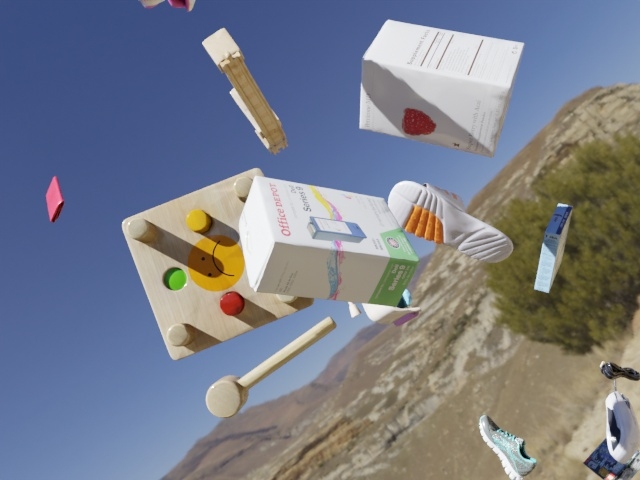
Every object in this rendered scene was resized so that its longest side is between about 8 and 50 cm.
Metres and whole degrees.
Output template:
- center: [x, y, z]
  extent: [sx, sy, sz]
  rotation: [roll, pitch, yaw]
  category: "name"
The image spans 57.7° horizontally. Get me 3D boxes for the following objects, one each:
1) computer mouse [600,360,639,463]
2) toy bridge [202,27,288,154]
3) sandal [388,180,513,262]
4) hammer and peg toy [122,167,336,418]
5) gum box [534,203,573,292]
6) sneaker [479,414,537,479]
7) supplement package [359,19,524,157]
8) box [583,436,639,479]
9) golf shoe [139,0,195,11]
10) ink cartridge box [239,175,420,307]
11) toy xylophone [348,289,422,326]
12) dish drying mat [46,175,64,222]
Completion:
- center: [0.589, 0.331, 1.124]
  extent: [0.106, 0.192, 0.042]
  rotation: [24, -30, -28]
  category: "computer mouse"
- center: [-0.062, -0.129, 0.571]
  extent: [0.026, 0.063, 0.188]
  rotation: [-34, -18, -1]
  category: "toy bridge"
- center: [0.251, -0.041, 1.135]
  extent: [0.102, 0.266, 0.076]
  rotation: [-55, 12, 38]
  category: "sandal"
- center: [-0.144, 0.084, 0.966]
  extent: [0.266, 0.361, 0.127]
  rotation: [-23, -6, -4]
  category: "hammer and peg toy"
- center: [0.618, 0.020, 1.542]
  extent: [0.157, 0.041, 0.184]
  rotation: [-44, -39, -44]
  category: "gum box"
- center: [0.449, 0.483, 1.383]
  extent: [0.076, 0.166, 0.065]
  rotation: [-47, -27, 26]
  category: "sneaker"
- center: [0.247, -0.319, 1.216]
  extent: [0.177, 0.293, 0.175]
  rotation: [87, -156, -48]
  category: "supplement package"
- center: [0.628, 0.472, 1.243]
  extent: [0.094, 0.027, 0.137]
  rotation: [-48, -4, -1]
  category: "box"
- center: [-0.303, -0.454, 0.940]
  extent: [0.306, 0.115, 0.140]
  rotation: [-12, -56, -50]
  category: "golf shoe"
- center: [0.006, 0.002, 0.805]
  extent: [0.213, 0.154, 0.093]
  rotation: [7, -55, -22]
  category: "ink cartridge box"
- center: [0.113, 0.066, 1.419]
  extent: [0.081, 0.322, 0.236]
  rotation: [-18, -6, -25]
  category: "toy xylophone"
- center: [-0.333, -0.052, 0.728]
  extent: [0.008, 0.083, 0.032]
  rotation: [19, -74, -35]
  category: "dish drying mat"
